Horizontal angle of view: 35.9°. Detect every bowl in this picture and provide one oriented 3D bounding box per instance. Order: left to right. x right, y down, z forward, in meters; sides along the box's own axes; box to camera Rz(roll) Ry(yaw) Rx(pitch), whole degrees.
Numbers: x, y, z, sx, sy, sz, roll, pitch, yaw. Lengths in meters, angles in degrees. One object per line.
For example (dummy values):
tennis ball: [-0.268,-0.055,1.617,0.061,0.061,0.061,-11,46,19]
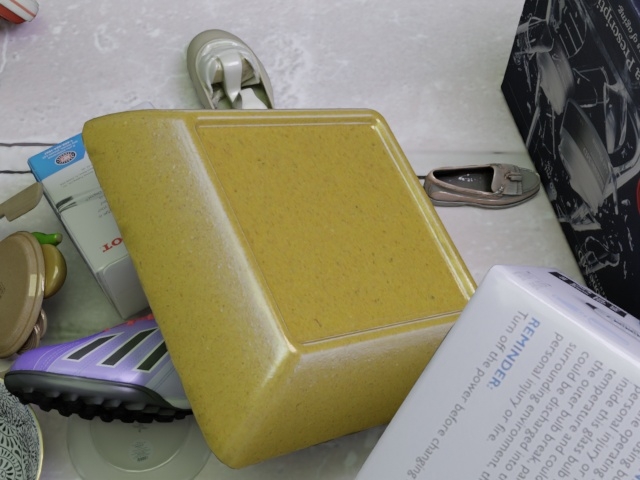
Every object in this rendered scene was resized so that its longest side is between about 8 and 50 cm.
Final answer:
bowl: [-0.319,0.205,0.866,0.170,0.080,0.170,0,62,1]

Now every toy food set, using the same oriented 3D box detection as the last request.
toy food set: [-0.287,0.052,0.944,0.132,0.038,0.192,-19,65,41]

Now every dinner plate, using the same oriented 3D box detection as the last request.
dinner plate: [-0.167,0.172,0.921,0.141,0.017,0.141,0,64,0]

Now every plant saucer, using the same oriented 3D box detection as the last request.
plant saucer: [0.000,0.000,0.873,0.333,0.081,0.333,-7,61,-41]

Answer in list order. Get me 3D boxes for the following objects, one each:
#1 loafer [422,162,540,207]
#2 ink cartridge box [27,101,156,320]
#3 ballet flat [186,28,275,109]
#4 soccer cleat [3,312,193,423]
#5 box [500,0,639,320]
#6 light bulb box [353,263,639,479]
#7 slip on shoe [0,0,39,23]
loafer: [0.170,-0.060,1.029,0.125,0.039,0.045,-4,61,-2]
ink cartridge box: [-0.182,-0.034,0.966,0.139,0.082,0.191,-29,51,-14]
ballet flat: [-0.084,-0.152,1.055,0.086,0.086,0.248,-19,63,-10]
soccer cleat: [-0.113,0.100,0.878,0.318,0.108,0.116,3,73,-15]
box: [0.327,-0.120,0.909,0.179,0.312,0.343,-13,62,-7]
light bulb box: [0.237,0.205,0.685,0.361,0.358,0.225,34,99,16]
slip on shoe: [-0.482,-0.289,1.123,0.331,0.123,0.101,13,95,1]
